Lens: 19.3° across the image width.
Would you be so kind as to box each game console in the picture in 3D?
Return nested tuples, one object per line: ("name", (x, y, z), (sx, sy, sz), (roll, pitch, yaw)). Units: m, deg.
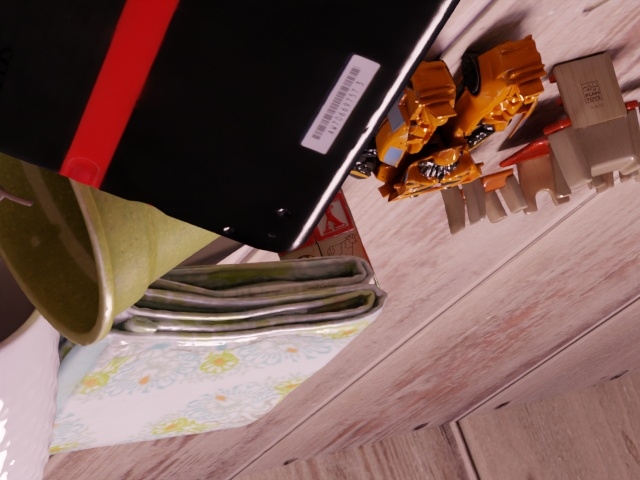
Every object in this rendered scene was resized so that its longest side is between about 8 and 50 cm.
("game console", (-0.111, -0.151, 1.145), (0.342, 0.060, 0.386), (20, 147, -9))

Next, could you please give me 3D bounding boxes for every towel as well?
("towel", (-0.147, 0.125, 1.928), (0.320, 0.090, 0.374), (-1, 156, -31))

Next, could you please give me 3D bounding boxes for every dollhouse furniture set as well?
("dollhouse furniture set", (0.285, -0.120, 2.216), (0.262, 0.135, 0.259), (-15, 175, -15))

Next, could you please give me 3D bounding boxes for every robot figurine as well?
("robot figurine", (0.131, -0.122, 2.023), (0.211, 0.085, 0.291), (-15, 164, -15))

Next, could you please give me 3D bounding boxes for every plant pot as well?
("plant pot", (-0.137, -0.091, 1.537), (0.254, 0.276, 0.276), (-26, 168, -25))

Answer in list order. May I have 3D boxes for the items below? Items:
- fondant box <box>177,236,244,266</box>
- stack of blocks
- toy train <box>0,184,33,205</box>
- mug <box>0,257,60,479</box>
("fondant box", (-0.253, 0.050, 2.024), (0.330, 0.096, 0.238), (-34, 173, 39))
("stack of blocks", (0.000, 0.000, 2.117), (0.087, 0.171, 0.297), (-20, 165, 2))
("toy train", (-0.352, -0.010, 1.476), (0.105, 0.248, 0.143), (17, 96, -66))
("mug", (-0.419, 0.136, 1.764), (0.276, 0.374, 0.328), (-40, 147, -42))
